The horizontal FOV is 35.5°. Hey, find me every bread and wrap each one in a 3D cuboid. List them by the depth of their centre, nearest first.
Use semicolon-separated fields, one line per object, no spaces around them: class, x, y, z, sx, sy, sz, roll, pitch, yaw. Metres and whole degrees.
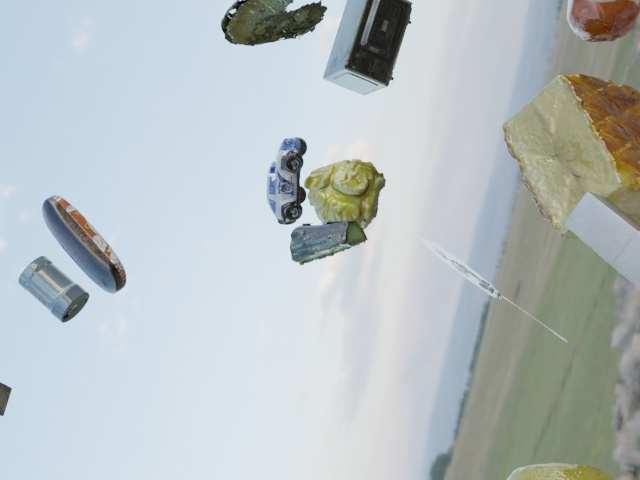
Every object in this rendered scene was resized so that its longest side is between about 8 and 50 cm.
bread;0.464;0.543;1.910;0.148;0.270;0.270;-62;-17;-45
bread;0.542;-0.158;1.960;0.207;0.279;0.279;-40;57;38

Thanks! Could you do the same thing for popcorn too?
popcorn;0.066;-0.103;2.399;0.187;0.167;0.185;-16;-75;-57

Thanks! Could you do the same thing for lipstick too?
lipstick;0.572;0.056;1.681;0.076;0.371;0.080;9;-61;-47

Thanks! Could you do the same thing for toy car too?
toy car;-0.063;-0.107;1.871;0.080;0.070;0.170;-80;-6;-58

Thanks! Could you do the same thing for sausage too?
sausage;0.584;-0.527;2.034;0.153;0.141;0.268;86;-160;-63

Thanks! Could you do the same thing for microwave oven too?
microwave oven;0.112;-0.447;2.263;0.163;0.129;0.205;3;75;69

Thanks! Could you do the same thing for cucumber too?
cucumber;0.000;0.000;2.126;0.115;0.193;0.086;2;-100;-52

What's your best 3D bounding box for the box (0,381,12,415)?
box;-0.786;0.377;2.399;0.063;0.060;0.084;34;-121;-46

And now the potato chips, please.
potato chips;-0.090;-0.445;1.978;0.220;0.202;0.029;4;-124;-49

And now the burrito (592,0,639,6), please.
burrito;0.312;-0.401;1.134;0.332;0.135;0.190;-85;-28;-57

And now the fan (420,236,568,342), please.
fan;0.381;0.111;2.251;0.012;0.415;0.233;-53;-27;-1

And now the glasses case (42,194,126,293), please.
glasses case;-0.526;0.008;2.225;0.067;0.266;0.103;-37;-14;-31

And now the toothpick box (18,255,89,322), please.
toothpick box;-0.675;0.123;2.538;0.101;0.153;0.101;-48;-11;-12
